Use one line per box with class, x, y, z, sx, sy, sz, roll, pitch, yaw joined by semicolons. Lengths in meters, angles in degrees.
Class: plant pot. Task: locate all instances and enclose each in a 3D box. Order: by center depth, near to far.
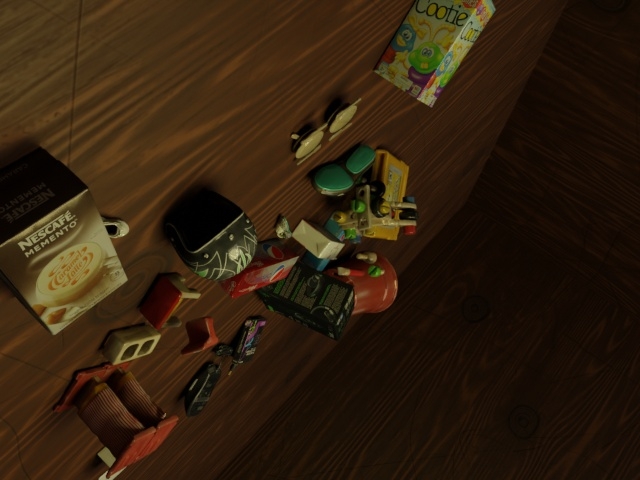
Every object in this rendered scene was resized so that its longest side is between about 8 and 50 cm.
plant pot;0.134;0.192;2.185;0.265;0.272;0.272;-11;138;-53

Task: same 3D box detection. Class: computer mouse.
computer mouse;-0.361;0.451;1.768;0.261;0.060;0.184;-64;158;1

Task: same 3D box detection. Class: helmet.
helmet;-0.205;-0.001;1.054;0.169;0.162;0.169;-45;162;-19

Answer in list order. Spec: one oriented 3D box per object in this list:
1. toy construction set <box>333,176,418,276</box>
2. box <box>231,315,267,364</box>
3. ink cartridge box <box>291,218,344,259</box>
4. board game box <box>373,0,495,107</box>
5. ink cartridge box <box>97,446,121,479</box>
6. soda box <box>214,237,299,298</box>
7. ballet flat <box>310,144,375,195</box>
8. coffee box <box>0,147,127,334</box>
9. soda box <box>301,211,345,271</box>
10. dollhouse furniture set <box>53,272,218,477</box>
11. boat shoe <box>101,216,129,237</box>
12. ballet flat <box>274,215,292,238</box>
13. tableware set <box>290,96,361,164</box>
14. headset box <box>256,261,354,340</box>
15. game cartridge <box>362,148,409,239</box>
toy construction set;0.117;-0.037;1.567;0.237;0.258;0.308;7;101;-54
box;-0.240;0.337;1.805;0.162;0.029;0.116;-69;162;1
ink cartridge box;0.000;0.000;1.657;0.067;0.115;0.198;-54;164;7
board game box;0.280;-0.492;1.311;0.275;0.144;0.142;-58;161;18
ink cartridge box;-0.570;0.605;1.538;0.181;0.062;0.104;-42;160;-28
soda box;-0.167;0.067;1.407;0.083;0.092;0.263;-57;162;23
ballet flat;0.061;-0.176;1.499;0.280;0.095;0.096;-36;169;-41
coffee box;-0.379;0.012;0.745;0.141;0.098;0.246;-43;161;-27
soda box;0.025;0.005;1.811;0.210;0.067;0.071;-55;163;15
dollhouse furniture set;-0.372;0.277;1.134;0.374;0.201;0.152;-55;163;14
boat shoe;-0.345;-0.018;0.879;0.035;0.035;0.100;-51;163;0
ballet flat;-0.104;-0.030;1.465;0.041;0.041;0.114;-47;162;-12
tableware set;0.005;-0.267;1.259;0.194;0.039;0.128;-40;172;-16
headset box;-0.049;0.172;1.631;0.131;0.283;0.246;-63;168;-18
game cartridge;0.234;-0.146;1.840;0.324;0.053;0.285;4;95;-66
